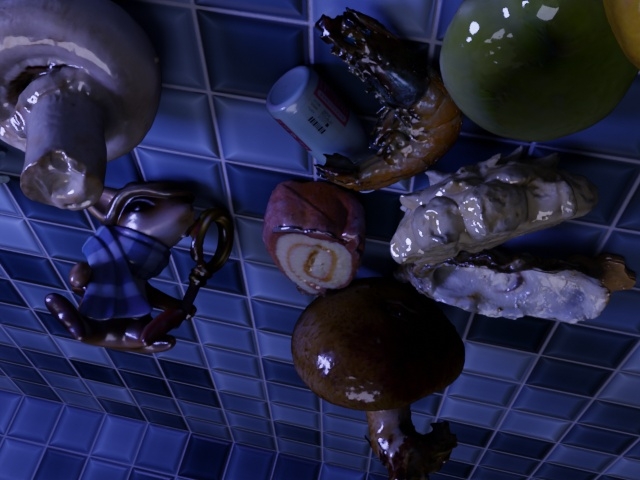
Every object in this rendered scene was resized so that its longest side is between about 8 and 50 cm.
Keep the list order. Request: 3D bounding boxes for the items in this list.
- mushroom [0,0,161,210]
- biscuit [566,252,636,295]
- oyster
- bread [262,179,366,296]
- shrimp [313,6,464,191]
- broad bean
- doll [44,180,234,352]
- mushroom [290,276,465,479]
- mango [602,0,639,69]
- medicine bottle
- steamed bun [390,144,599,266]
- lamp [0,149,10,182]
[{"bbox_3d":[-0.369,-0.190,1.026,0.293,0.290,0.292,-1,142,-1],"label":"mushroom"},{"bbox_3d":[0.468,0.070,1.334,0.184,0.027,0.133,-6,144,30],"label":"biscuit"},{"bbox_3d":[0.292,0.050,1.284,0.396,0.111,0.204,7,156,24],"label":"oyster"},{"bbox_3d":[-0.012,-0.003,1.333,0.190,0.123,0.244,15,148,4],"label":"bread"},{"bbox_3d":[0.060,-0.177,1.012,0.222,0.054,0.290,-39,127,16],"label":"shrimp"},{"bbox_3d":[0.262,-0.226,0.879,0.238,0.119,0.291,0,148,7],"label":"broad bean"},{"bbox_3d":[-0.321,0.048,1.343,0.209,0.339,0.318,-12,150,36],"label":"doll"},{"bbox_3d":[0.126,0.247,1.448,0.334,0.331,0.356,23,138,44],"label":"mushroom"},{"bbox_3d":[0.379,-0.294,0.616,0.253,0.182,0.365,35,137,15],"label":"mango"},{"bbox_3d":[0.018,-0.159,1.107,0.090,0.090,0.217,-14,138,38],"label":"medicine bottle"},{"bbox_3d":[0.249,-0.060,1.085,0.292,0.137,0.295,-9,169,-27],"label":"steamed bun"},{"bbox_3d":[-0.685,-0.153,1.317,0.247,0.247,0.301,-10,158,-29],"label":"lamp"}]
